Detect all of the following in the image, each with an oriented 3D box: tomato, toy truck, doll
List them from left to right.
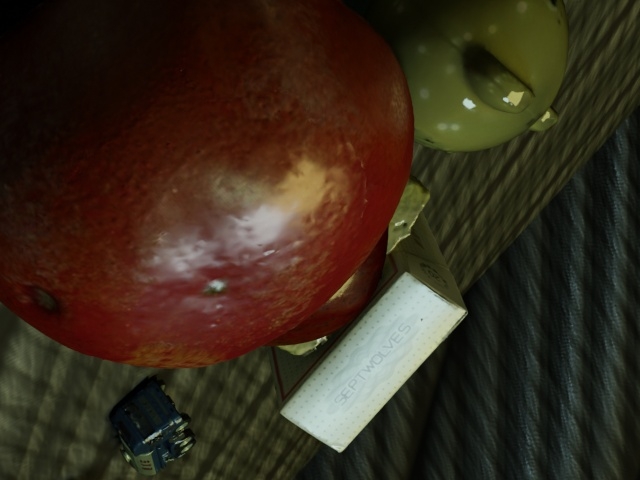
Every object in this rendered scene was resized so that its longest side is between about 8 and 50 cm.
[{"bbox_3d":[-0.212,0.237,2.006,0.088,0.074,0.201,-33,165,-13],"label":"toy truck"},{"bbox_3d":[-0.085,-0.021,1.063,0.338,0.143,0.338,-7,138,-6],"label":"tomato"},{"bbox_3d":[0.069,-0.178,1.178,0.161,0.261,0.177,-48,167,8],"label":"doll"}]

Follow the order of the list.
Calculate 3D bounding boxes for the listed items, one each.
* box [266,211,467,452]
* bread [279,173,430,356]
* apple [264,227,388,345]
[{"bbox_3d":[0.032,0.057,1.784,0.210,0.095,0.330,-50,-159,15],"label":"box"},{"bbox_3d":[0.000,0.000,1.692,0.240,0.178,0.135,-48,165,7],"label":"bread"},{"bbox_3d":[-0.047,-0.010,1.466,0.234,0.234,0.234,-43,167,-13],"label":"apple"}]
